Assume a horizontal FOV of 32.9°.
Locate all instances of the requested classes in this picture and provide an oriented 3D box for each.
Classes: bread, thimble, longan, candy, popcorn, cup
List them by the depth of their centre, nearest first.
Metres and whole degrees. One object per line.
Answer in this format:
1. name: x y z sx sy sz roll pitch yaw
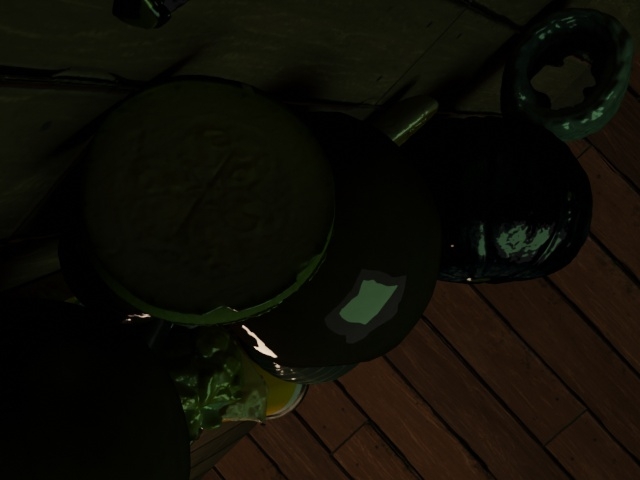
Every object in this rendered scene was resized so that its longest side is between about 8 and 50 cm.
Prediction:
1. longan: -0.282 0.210 0.922 0.361 0.361 0.361 -41 169 -9
2. candy: -0.286 0.068 1.127 0.062 0.038 0.122 -49 168 32
3. longan: 0.004 -0.002 1.234 0.297 0.297 0.297 -41 169 -9
4. popcorn: -0.205 0.209 1.548 0.197 0.213 0.198 -6 174 -1
5. bread: 0.077 -0.143 1.571 0.214 0.053 0.073 -39 165 -5
6. bread: -0.197 0.257 1.742 0.224 0.211 0.183 -46 177 -12
7. thimble: 0.418 -0.277 1.862 0.250 0.205 0.172 -38 169 2
8. cup: -0.148 0.248 1.992 0.196 0.196 0.279 -47 162 22

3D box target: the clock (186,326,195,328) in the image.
1. clock: -0.092 0.010 1.478 0.248 0.090 0.227 -35 167 -25

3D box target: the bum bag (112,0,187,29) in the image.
1. bum bag: -0.047 -0.220 0.784 0.232 0.060 0.106 -31 174 -39

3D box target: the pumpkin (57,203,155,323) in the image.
1. pumpkin: -0.149 -0.014 1.025 0.219 0.162 0.219 -21 -175 2

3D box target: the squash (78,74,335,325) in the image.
1. squash: -0.094 -0.036 0.913 0.219 0.219 0.041 -38 170 -20

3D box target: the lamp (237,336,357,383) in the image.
1. lamp: -0.026 0.113 1.722 0.233 0.265 0.233 -15 117 -32

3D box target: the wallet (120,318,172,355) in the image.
1. wallet: -0.279 0.239 1.317 0.406 0.062 0.228 -63 -178 -14

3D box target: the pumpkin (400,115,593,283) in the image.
1. pumpkin: 0.270 -0.062 1.808 0.363 0.266 0.363 3 169 1
